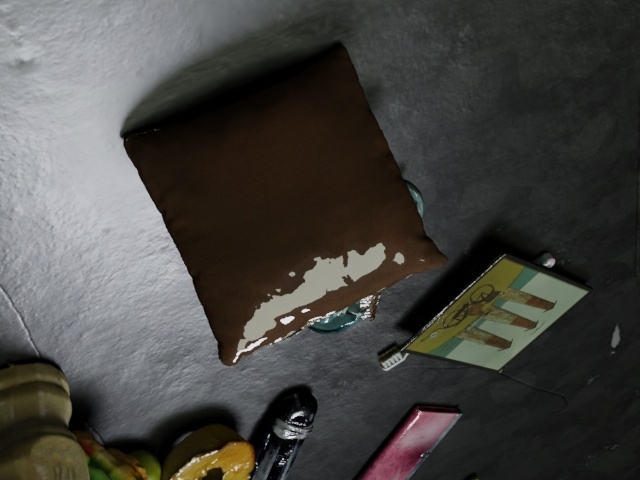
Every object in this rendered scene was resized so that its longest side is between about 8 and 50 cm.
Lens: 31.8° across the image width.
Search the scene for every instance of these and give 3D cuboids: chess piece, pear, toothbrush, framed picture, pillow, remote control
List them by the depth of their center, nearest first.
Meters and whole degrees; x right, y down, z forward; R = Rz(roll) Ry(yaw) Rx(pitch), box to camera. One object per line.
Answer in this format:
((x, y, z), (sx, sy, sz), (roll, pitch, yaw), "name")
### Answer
((-0.039, -0.046, 1.361), (0.308, 0.305, 0.108), (-24, -177, -8), "pillow")
((-0.366, 0.309, 1.474), (0.137, 0.300, 0.137), (-18, 141, -15), "chess piece")
((-0.294, 0.375, 1.756), (0.097, 0.092, 0.092), (22, 117, -46), "pear")
((0.244, 0.119, 1.883), (0.342, 0.025, 0.030), (-31, 142, 1), "toothbrush")
((-0.072, 0.363, 1.899), (0.090, 0.066, 0.265), (-1, 132, -37), "remote control")
((0.306, 0.131, 1.912), (0.244, 0.013, 0.324), (-45, 144, 21), "framed picture")

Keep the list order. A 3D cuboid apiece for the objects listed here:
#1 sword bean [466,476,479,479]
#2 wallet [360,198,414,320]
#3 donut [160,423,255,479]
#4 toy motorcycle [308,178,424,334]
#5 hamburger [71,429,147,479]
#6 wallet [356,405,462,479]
((0.235, 0.584, 2.352), (0.269, 0.038, 0.043), (-43, 164, 14), "sword bean")
((0.045, 0.019, 1.636), (0.133, 0.039, 0.243), (0, 130, -19), "wallet")
((-0.189, 0.368, 1.822), (0.162, 0.065, 0.178), (-17, 141, -29), "donut")
((0.000, 0.000, 1.494), (0.206, 0.154, 0.260), (27, 114, -5), "toy motorcycle")
((-0.344, 0.377, 1.641), (0.149, 0.237, 0.237), (-44, 156, -45), "hamburger")
((0.161, 0.397, 2.118), (0.119, 0.025, 0.232), (12, 123, -39), "wallet")
